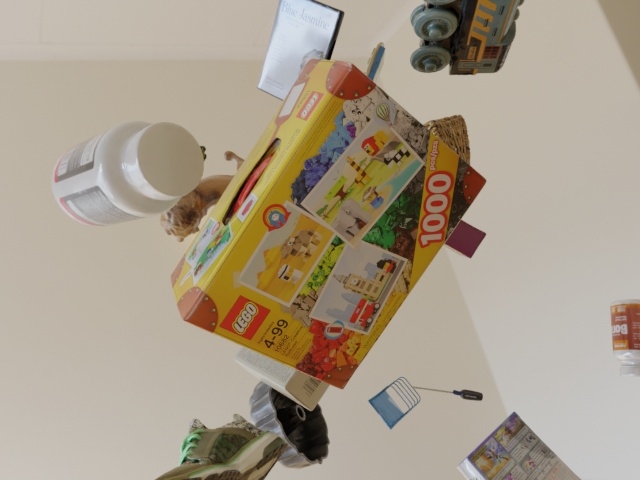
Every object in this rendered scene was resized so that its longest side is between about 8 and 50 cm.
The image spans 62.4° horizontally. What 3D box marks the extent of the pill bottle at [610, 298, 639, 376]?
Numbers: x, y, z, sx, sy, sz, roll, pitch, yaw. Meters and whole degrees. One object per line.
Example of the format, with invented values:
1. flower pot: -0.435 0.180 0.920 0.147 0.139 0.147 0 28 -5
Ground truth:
1. pill bottle: 0.911 0.285 1.528 0.121 0.216 0.121 5 -17 1

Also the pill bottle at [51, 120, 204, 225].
1. pill bottle: -0.366 -0.126 1.005 0.318 0.177 0.176 -6 3 44

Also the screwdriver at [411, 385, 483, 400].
1. screwdriver: 0.300 0.356 1.250 0.169 0.025 0.024 11 35 1

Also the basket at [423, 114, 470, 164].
1. basket: 0.319 -0.234 1.650 0.299 0.214 0.223 -23 1 41

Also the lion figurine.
1. lion figurine: -0.285 -0.147 1.523 0.392 0.240 0.142 -26 -51 -13

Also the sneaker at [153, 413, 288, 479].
1. sneaker: -0.247 0.464 1.111 0.158 0.182 0.410 -61 -27 8

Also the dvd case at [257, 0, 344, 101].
1. dvd case: -0.055 -0.465 1.306 0.022 0.180 0.253 -24 -40 -55

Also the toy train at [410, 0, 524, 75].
1. toy train: 0.257 -0.415 0.922 0.190 0.142 0.334 1 -19 6

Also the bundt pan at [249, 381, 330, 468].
1. bundt pan: -0.111 0.580 1.700 0.124 0.331 0.331 -33 -13 15

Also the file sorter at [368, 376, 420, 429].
1. file sorter: 0.263 0.554 1.827 0.104 0.118 0.170 -44 -18 15

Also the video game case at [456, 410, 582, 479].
1. video game case: 0.528 0.619 1.394 0.269 0.244 0.061 -18 -34 -42

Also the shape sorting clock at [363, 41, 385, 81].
1. shape sorting clock: 0.169 -0.552 1.748 0.040 0.206 0.206 21 -8 5

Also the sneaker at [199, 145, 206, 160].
1. sneaker: -0.324 -0.219 1.434 0.035 0.031 0.083 -17 -48 -28

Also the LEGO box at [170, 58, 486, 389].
1. LEGO box: 0.013 -0.022 1.013 0.372 0.500 0.193 31 5 -29

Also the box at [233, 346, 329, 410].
1. box: -0.104 0.348 1.501 0.148 0.121 0.311 -52 28 -18

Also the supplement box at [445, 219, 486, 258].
1. supplement box: 0.379 -0.012 1.474 0.081 0.104 0.188 -60 -4 4
